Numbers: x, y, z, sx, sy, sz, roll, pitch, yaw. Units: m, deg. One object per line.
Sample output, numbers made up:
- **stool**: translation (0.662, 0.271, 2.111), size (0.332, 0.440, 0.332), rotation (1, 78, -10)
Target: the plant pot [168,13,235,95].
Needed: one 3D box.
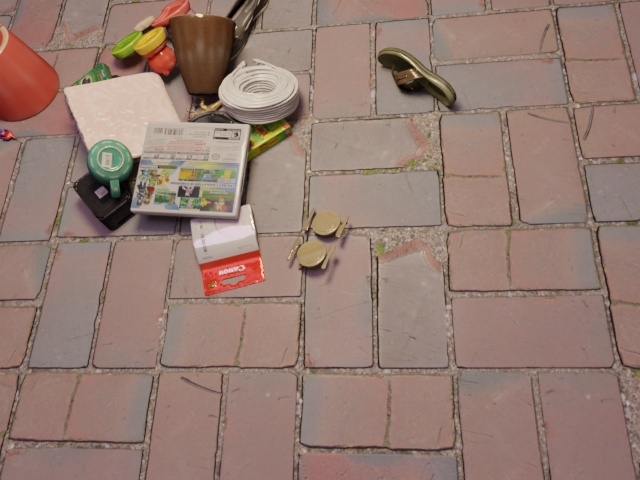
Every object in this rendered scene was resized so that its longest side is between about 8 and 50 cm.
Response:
- **plant pot**: translation (-0.384, -0.597, 1.888), size (0.215, 0.215, 0.231), rotation (1, 97, 9)

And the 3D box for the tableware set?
- **tableware set**: translation (0.000, 0.000, 1.657), size (0.128, 0.039, 0.194), rotation (13, 62, 27)

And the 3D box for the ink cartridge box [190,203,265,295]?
- **ink cartridge box**: translation (-0.272, 0.023, 1.679), size (0.189, 0.066, 0.232), rotation (-14, 60, 2)

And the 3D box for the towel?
- **towel**: translation (-0.622, -0.390, 1.862), size (0.316, 0.053, 0.332), rotation (-19, 68, -23)

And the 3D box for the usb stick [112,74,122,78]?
- **usb stick**: translation (-0.673, -0.453, 1.961), size (0.077, 0.045, 0.278), rotation (-30, 65, 2)

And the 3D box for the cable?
- **cable**: translation (-0.194, -0.466, 1.825), size (0.257, 0.089, 0.257), rotation (24, 51, 23)

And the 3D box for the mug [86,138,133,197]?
- **mug**: translation (-0.612, -0.222, 1.702), size (0.129, 0.097, 0.158), rotation (-45, 102, -18)

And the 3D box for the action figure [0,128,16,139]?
- **action figure**: translation (-1.106, -0.373, 1.999), size (0.115, 0.030, 0.038), rotation (19, 75, 11)

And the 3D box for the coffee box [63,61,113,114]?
- **coffee box**: translation (-0.795, -0.517, 1.984), size (0.184, 0.040, 0.113), rotation (-33, 64, 13)

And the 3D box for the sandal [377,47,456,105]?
- **sandal**: translation (0.288, -0.506, 1.804), size (0.303, 0.120, 0.086), rotation (42, 91, 22)

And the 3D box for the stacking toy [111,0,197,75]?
- **stacking toy**: translation (-0.568, -0.699, 2.034), size (0.279, 0.130, 0.309), rotation (-1, 49, 37)

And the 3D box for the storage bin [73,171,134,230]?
- **storage bin**: translation (-0.665, -0.136, 1.794), size (0.122, 0.084, 0.180), rotation (-40, 66, -10)

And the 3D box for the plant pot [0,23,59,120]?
- **plant pot**: translation (-1.088, -0.590, 1.977), size (0.274, 0.243, 0.275), rotation (-3, 65, 7)

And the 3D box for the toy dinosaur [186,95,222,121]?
- **toy dinosaur**: translation (-0.381, -0.431, 1.912), size (0.092, 0.053, 0.183), rotation (42, 82, 6)

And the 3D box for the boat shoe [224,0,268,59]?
- **boat shoe**: translation (-0.291, -0.778, 2.020), size (0.112, 0.095, 0.335), rotation (21, 70, 17)

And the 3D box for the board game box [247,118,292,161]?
- **board game box**: translation (-0.191, -0.335, 1.833), size (0.181, 0.043, 0.092), rotation (-33, 66, -7)

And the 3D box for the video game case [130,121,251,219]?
- **video game case**: translation (-0.387, -0.215, 1.735), size (0.328, 0.036, 0.300), rotation (4, 73, 8)

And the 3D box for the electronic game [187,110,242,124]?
- **electronic game**: translation (-0.342, -0.303, 1.802), size (0.229, 0.048, 0.229), rotation (-3, 72, 9)
